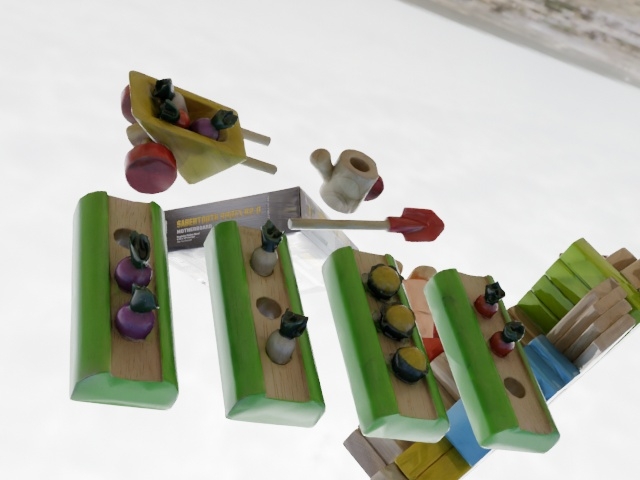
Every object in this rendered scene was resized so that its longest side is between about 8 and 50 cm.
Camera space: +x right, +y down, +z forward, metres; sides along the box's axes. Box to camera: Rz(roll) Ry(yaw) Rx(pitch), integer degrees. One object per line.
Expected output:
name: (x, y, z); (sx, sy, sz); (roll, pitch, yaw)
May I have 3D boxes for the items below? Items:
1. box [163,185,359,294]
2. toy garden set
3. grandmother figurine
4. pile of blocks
box: (-0.070, 0.013, 1.043); (0.183, 0.056, 0.231); (-10, 159, 17)
toy garden set: (0.000, 0.000, 0.445); (0.244, 0.049, 0.204); (12, -139, -25)
grandmother figurine: (0.154, 0.176, 1.249); (0.208, 0.104, 0.342); (5, -140, -9)
pile of blocks: (0.153, 0.084, 0.696); (0.362, 0.149, 0.112); (-33, -111, -24)
